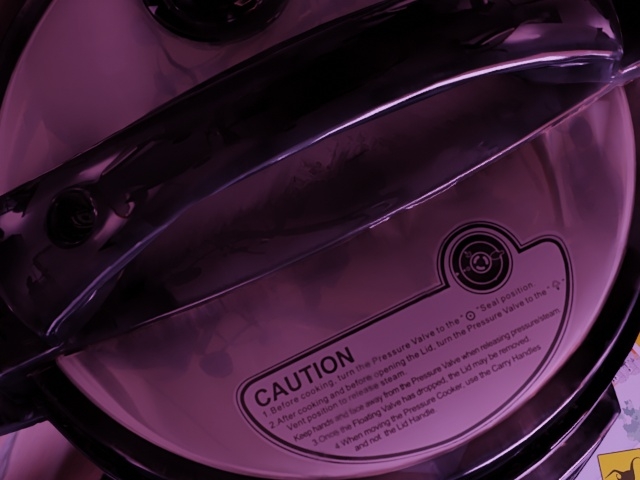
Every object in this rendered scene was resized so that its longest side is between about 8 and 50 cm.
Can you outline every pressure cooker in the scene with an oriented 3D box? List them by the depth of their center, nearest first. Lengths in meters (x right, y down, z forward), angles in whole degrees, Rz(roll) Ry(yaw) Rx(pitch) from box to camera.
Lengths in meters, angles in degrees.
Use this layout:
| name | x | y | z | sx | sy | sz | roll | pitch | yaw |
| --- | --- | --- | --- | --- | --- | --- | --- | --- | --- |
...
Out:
| name | x | y | z | sx | sy | sz | roll | pitch | yaw |
| --- | --- | --- | --- | --- | --- | --- | --- | --- | --- |
| pressure cooker | -0.004 | -0.004 | 0.810 | 0.420 | 0.376 | 0.369 | 82 | 28 | -73 |

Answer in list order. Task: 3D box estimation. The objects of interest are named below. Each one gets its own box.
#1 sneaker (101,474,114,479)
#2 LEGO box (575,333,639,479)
| name | x | y | z | sx | sy | sz | roll | pitch | yaw |
| --- | --- | --- | --- | --- | --- | --- | --- | --- | --- |
| sneaker | -0.134 | 0.227 | 1.447 | 0.283 | 0.107 | 0.124 | -54 | 173 | -24 |
| LEGO box | 0.139 | 0.173 | 1.310 | 0.500 | 0.372 | 0.193 | -40 | 170 | -14 |
